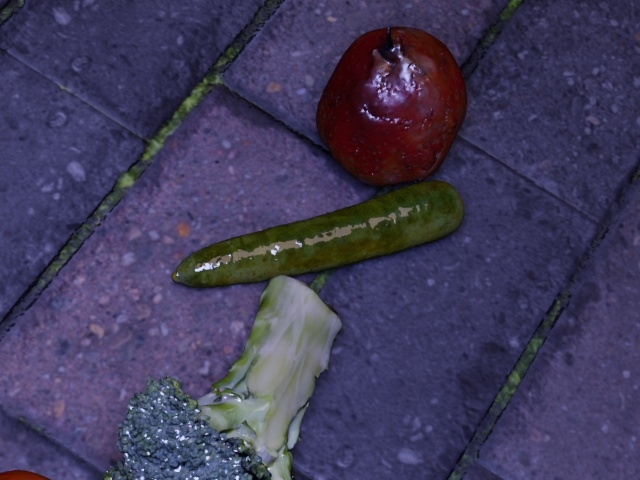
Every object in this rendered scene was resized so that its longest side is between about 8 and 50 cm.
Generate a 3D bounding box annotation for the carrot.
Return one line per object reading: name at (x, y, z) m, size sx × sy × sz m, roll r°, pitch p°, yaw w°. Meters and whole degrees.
carrot at (0.000, 0.000, 1.911) m, size 0.359 × 0.074 × 0.074 m, roll -15°, pitch 65°, yaw -20°

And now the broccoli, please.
broccoli at (-0.091, 0.173, 1.724) m, size 0.252 × 0.221 × 0.361 m, roll 11°, pitch 48°, yaw -15°

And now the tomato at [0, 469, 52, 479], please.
tomato at (-0.288, 0.345, 1.571) m, size 0.260 × 0.180 × 0.259 m, roll 3°, pitch 68°, yaw -8°

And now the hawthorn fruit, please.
hawthorn fruit at (0.087, -0.169, 1.935) m, size 0.181 × 0.235 × 0.181 m, roll 1°, pitch 61°, yaw -2°
